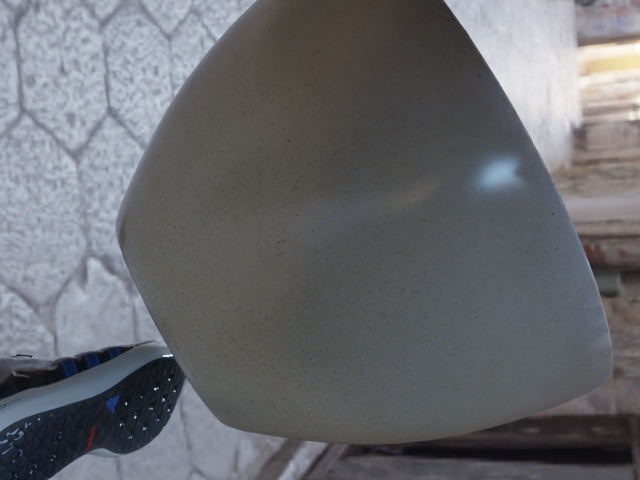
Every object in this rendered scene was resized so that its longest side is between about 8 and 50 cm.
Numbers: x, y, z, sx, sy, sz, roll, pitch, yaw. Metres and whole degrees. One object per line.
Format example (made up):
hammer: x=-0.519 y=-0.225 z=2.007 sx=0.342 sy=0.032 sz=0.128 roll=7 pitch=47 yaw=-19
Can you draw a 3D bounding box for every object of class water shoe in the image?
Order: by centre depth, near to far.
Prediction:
water shoe: x=-0.152 y=0.086 z=0.596 sx=0.203 sy=0.080 sz=0.072 roll=-5 pitch=118 yaw=-67

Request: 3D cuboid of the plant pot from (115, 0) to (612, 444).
plant pot: x=0.000 y=0.000 z=0.572 sx=0.284 sy=0.191 sz=0.284 roll=62 pitch=-2 yaw=4
